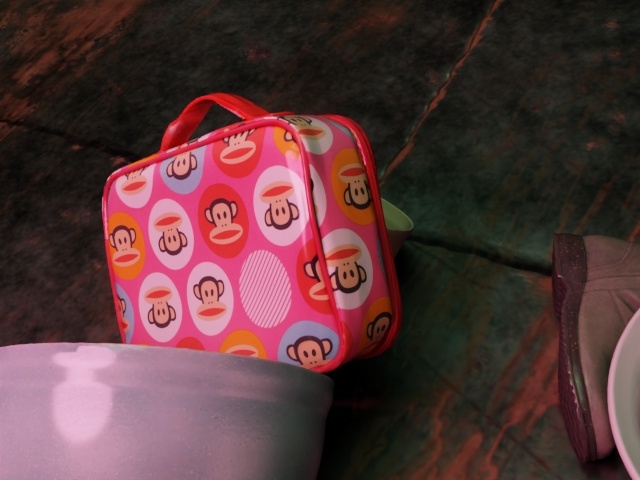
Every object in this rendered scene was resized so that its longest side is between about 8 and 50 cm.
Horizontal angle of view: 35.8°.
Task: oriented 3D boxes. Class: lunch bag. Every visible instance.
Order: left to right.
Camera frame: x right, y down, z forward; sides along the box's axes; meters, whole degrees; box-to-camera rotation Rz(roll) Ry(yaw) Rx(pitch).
[{"bbox_3d":[-0.078,-0.003,0.900,0.293,0.258,0.120,-10,3,42],"label":"lunch bag"}]

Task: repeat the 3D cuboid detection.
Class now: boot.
[{"bbox_3d":[0.293,0.081,0.881,0.161,0.083,0.246,-1,48,10],"label":"boot"}]

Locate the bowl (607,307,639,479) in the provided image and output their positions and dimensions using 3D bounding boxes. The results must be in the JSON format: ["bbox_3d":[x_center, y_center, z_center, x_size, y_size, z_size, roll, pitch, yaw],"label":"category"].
[{"bbox_3d":[0.369,0.153,0.741,0.298,0.134,0.298,-9,46,9],"label":"bowl"}]

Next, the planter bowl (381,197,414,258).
[{"bbox_3d":[0.000,0.000,1.011,0.162,0.162,0.109,37,110,41],"label":"planter bowl"}]

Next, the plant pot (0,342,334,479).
[{"bbox_3d":[-0.139,0.203,0.790,0.293,0.293,0.196,-2,73,17],"label":"plant pot"}]
